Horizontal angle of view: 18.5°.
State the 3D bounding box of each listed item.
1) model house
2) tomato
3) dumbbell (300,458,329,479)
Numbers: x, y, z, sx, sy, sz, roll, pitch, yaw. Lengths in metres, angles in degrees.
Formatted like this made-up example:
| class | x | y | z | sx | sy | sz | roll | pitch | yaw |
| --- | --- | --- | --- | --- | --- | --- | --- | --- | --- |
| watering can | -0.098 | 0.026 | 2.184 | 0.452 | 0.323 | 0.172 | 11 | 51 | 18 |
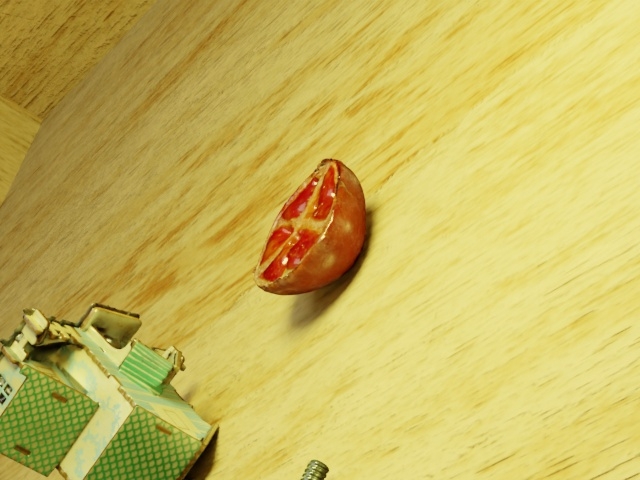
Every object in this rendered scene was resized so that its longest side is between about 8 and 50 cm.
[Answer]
| class | x | y | z | sx | sy | sz | roll | pitch | yaw |
| --- | --- | --- | --- | --- | --- | --- | --- | --- | --- |
| model house | -0.208 | 0.195 | 2.082 | 0.178 | 0.271 | 0.206 | -51 | 53 | 11 |
| tomato | 0.000 | 0.000 | 2.020 | 0.155 | 0.069 | 0.155 | -47 | 23 | 26 |
| dumbbell | -0.051 | 0.286 | 1.622 | 0.110 | 0.110 | 0.254 | -36 | 22 | 51 |
